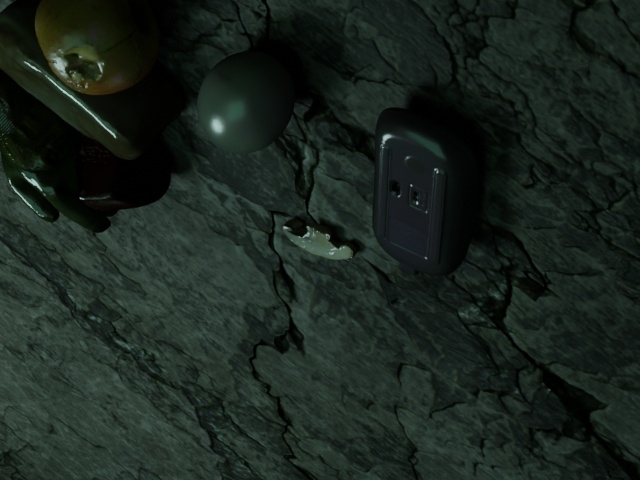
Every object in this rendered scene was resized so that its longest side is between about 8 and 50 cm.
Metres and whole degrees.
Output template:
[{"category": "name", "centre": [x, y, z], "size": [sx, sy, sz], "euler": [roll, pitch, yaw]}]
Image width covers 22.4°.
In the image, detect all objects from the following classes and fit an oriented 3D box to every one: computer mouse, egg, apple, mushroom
[{"category": "computer mouse", "centre": [0.110, -0.054, 1.726], "size": [0.120, 0.057, 0.232], "euler": [26, 144, 22]}, {"category": "egg", "centre": [-0.081, -0.150, 1.758], "size": [0.103, 0.103, 0.135], "euler": [40, 147, 0]}, {"category": "apple", "centre": [-0.252, -0.230, 1.801], "size": [0.146, 0.146, 0.146], "euler": [28, 148, 19]}, {"category": "mushroom", "centre": [0.000, 0.000, 1.952], "size": [0.101, 0.019, 0.049], "euler": [22, 146, 23]}]

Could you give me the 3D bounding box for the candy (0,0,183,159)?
[{"category": "candy", "centre": [-0.280, -0.196, 1.911], "size": [0.234, 0.104, 0.102], "euler": [41, 154, -4]}]

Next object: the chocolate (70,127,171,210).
[{"category": "chocolate", "centre": [-0.246, -0.098, 2.008], "size": [0.080, 0.125, 0.148], "euler": [-5, 125, 29]}]

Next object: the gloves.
[{"category": "gloves", "centre": [-0.357, -0.120, 2.094], "size": [0.268, 0.135, 0.107], "euler": [50, -171, -15]}]
